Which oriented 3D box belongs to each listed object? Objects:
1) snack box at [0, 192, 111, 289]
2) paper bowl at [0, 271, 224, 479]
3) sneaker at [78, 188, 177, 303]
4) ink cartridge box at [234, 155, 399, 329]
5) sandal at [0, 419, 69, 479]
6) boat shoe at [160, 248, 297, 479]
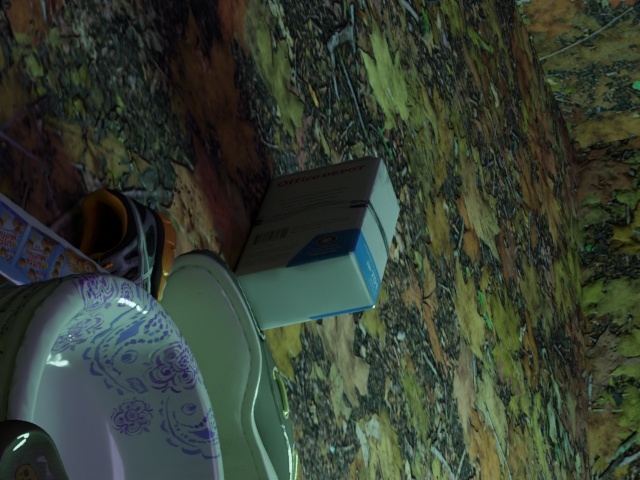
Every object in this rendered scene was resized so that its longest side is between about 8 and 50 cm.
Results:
[{"bbox_3d":[-0.198,0.034,1.113,0.178,0.022,0.064,39,44,-25],"label":"snack box"},{"bbox_3d":[-0.188,0.171,0.995,0.284,0.148,0.284,-11,90,-70],"label":"paper bowl"},{"bbox_3d":[-0.173,0.051,1.207,0.083,0.084,0.215,45,32,-45],"label":"sneaker"},{"bbox_3d":[0.000,0.000,1.592,0.191,0.139,0.082,-70,142,-54],"label":"ink cartridge box"},{"bbox_3d":[-0.130,0.201,0.832,0.090,0.060,0.219,-31,104,-61],"label":"sandal"},{"bbox_3d":[-0.087,0.139,1.342,0.091,0.109,0.305,-66,147,-63],"label":"boat shoe"}]
